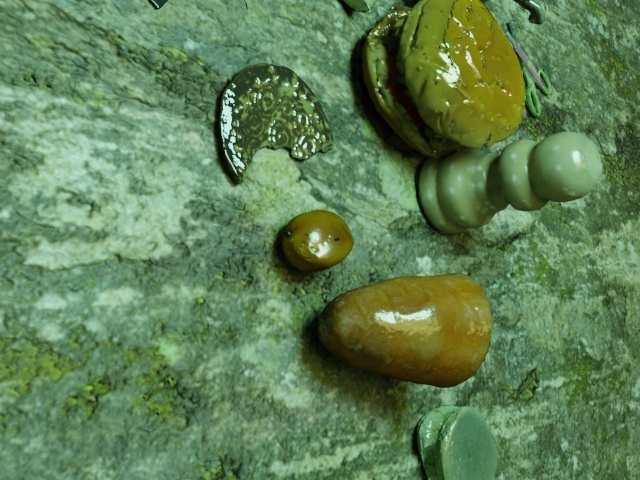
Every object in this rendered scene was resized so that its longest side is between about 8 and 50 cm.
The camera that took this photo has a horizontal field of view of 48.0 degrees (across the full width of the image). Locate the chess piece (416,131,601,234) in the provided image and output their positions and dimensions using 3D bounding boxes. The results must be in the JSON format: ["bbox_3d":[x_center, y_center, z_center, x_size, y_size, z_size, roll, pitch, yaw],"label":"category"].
[{"bbox_3d":[0.288,-0.091,1.082,0.142,0.260,0.143,9,78,-45],"label":"chess piece"}]

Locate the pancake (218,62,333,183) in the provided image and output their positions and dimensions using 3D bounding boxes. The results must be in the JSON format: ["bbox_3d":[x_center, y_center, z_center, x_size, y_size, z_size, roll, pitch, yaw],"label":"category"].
[{"bbox_3d":[-0.053,-0.138,0.919,0.190,0.020,0.184,24,64,-39],"label":"pancake"}]

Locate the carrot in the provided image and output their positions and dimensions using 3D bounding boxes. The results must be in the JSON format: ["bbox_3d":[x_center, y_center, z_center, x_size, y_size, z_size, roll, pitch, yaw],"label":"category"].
[{"bbox_3d":[0.092,0.112,0.941,0.224,0.159,0.159,8,75,-31],"label":"carrot"}]

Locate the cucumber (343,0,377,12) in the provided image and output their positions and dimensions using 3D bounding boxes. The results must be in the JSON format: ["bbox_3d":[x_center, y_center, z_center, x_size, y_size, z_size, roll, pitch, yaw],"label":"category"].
[{"bbox_3d":[0.062,-0.386,1.079,0.067,0.035,0.107,45,46,-16],"label":"cucumber"}]

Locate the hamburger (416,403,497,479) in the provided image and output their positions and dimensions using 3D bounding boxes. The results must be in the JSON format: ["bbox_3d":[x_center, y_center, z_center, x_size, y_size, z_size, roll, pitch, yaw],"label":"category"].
[{"bbox_3d":[0.200,0.308,1.047,0.133,0.062,0.140,-31,106,-41],"label":"hamburger"}]

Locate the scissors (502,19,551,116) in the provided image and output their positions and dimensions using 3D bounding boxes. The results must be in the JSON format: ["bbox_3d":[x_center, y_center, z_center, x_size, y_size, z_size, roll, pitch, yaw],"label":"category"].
[{"bbox_3d":[0.412,-0.350,1.437,0.187,0.020,0.134,55,45,-24],"label":"scissors"}]

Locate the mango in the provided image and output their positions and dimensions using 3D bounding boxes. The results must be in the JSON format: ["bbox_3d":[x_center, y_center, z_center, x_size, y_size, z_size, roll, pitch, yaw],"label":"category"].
[{"bbox_3d":[0.000,0.000,0.912,0.114,0.060,0.080,-8,73,-44],"label":"mango"}]

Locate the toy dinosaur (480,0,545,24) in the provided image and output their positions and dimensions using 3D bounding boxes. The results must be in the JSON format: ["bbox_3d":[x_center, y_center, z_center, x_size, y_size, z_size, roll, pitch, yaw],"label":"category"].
[{"bbox_3d":[0.223,-0.399,1.115,0.077,0.294,0.162,-59,148,-8],"label":"toy dinosaur"}]

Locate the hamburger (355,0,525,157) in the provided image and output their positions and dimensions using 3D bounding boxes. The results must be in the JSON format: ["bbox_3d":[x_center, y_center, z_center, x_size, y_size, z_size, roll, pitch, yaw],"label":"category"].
[{"bbox_3d":[0.184,-0.247,1.069,0.244,0.163,0.245,3,85,-38],"label":"hamburger"}]

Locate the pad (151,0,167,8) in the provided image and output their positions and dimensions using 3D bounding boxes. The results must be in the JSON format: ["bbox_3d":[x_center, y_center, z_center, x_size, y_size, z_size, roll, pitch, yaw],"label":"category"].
[{"bbox_3d":[-0.227,-0.402,0.809,0.245,0.006,0.170,47,51,-28],"label":"pad"}]
